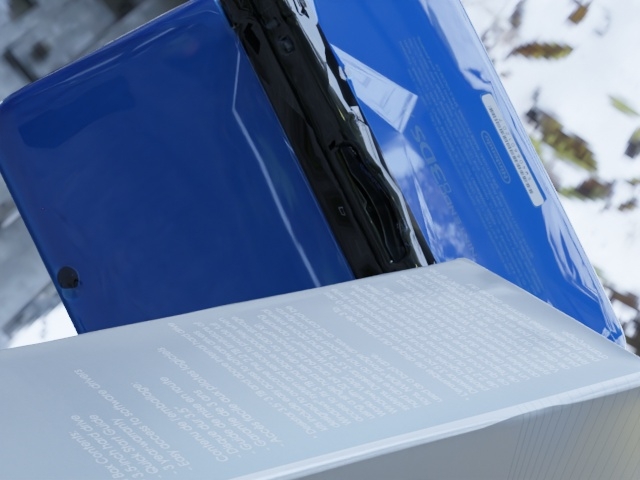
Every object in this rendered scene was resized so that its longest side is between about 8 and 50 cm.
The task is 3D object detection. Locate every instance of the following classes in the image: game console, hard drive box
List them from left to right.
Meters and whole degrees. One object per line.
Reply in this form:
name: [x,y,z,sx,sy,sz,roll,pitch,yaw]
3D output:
hard drive box: [-0.035,0.117,0.472,0.089,0.232,0.181,32,-56,47]
game console: [0.000,0.000,1.032,0.173,0.250,0.293,-28,-93,38]
